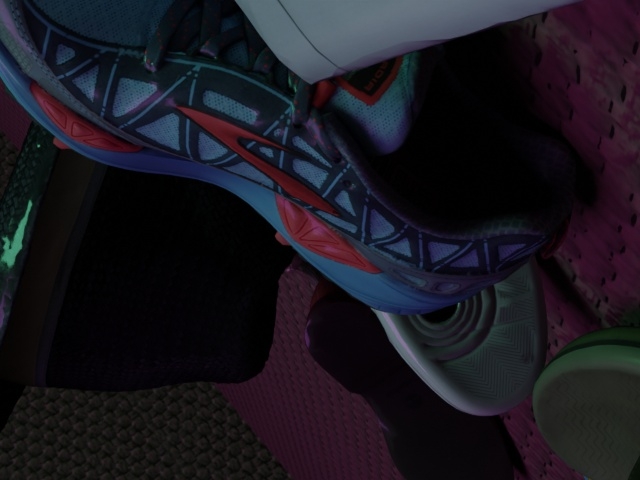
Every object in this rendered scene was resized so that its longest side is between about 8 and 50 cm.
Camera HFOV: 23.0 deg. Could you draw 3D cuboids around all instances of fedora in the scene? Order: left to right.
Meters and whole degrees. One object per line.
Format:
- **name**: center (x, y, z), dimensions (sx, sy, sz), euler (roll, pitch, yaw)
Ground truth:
- **fedora**: center (-0.083, -0.012, 0.896), dimensions (0.152, 0.334, 0.334), euler (18, 169, -2)

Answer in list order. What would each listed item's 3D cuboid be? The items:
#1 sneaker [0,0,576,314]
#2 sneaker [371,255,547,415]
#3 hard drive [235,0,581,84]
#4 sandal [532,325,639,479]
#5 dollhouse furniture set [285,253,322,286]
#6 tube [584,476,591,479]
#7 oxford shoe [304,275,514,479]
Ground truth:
- **sneaker**: center (-0.007, -0.066, 0.608), dimensions (0.262, 0.104, 0.125), euler (28, 155, -25)
- **sneaker**: center (0.034, -0.016, 0.778), dimensions (0.217, 0.079, 0.121), euler (60, 172, 0)
- **hard drive**: center (0.009, -0.158, 0.354), dimensions (0.233, 0.047, 0.353), euler (55, 161, -12)
- **sandal**: center (0.172, 0.125, 0.612), dimensions (0.303, 0.086, 0.120), euler (36, 161, 55)
- **dollhouse furniture set**: center (0.000, 0.000, 1.082), dimensions (0.151, 0.059, 0.076), euler (36, 175, -42)
- **tube**: center (0.173, 0.142, 0.791), dimensions (0.080, 0.052, 0.207), euler (66, 171, -20)
- **oxford shoe**: center (0.067, 0.098, 1.060), dimensions (0.212, 0.076, 0.076), euler (54, -161, -25)
